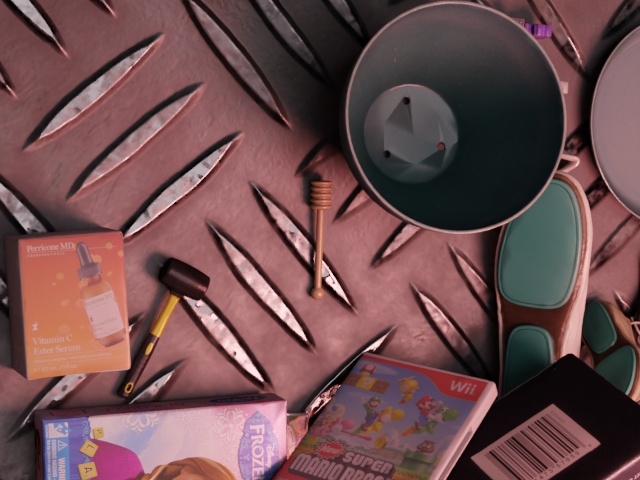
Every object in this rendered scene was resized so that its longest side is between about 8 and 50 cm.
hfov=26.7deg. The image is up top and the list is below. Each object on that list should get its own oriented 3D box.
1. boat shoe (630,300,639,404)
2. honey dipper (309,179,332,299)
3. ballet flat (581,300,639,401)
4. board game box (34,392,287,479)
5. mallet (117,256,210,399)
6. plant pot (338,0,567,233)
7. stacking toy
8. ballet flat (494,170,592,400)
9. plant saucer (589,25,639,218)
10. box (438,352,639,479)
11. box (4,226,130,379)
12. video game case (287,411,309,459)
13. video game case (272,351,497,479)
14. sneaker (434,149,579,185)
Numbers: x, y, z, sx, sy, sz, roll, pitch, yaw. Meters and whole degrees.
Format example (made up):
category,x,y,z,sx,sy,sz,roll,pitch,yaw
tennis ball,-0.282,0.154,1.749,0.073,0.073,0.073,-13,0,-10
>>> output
category,x,y,z,sx,sy,sz,roll,pitch,yaw
boat shoe,0.491,0.140,1.998,0.079,0.084,0.233,1,96,-24
honey dipper,0.000,0.000,1.807,0.030,0.030,0.161,-2,97,-23
ballet flat,0.423,0.175,1.899,0.086,0.248,0.086,1,123,2
board game box,-0.198,0.364,1.716,0.318,0.066,0.319,-3,95,-20
mallet,-0.200,0.118,1.726,0.062,0.039,0.190,21,89,-20
plant pot,0.147,-0.149,1.758,0.290,0.195,0.290,1,87,-14
stacking toy,0.258,-0.299,1.890,0.221,0.052,0.167,5,90,-22
ballet flat,0.320,0.095,1.903,0.139,0.139,0.400,-2,101,-23
plant saucer,0.526,-0.177,2.015,0.317,0.044,0.317,-2,95,-23
box,0.311,0.405,1.790,0.293,0.212,0.395,-30,128,-16
box,-0.309,0.074,1.643,0.130,0.091,0.170,-6,96,-23
video game case,-0.076,0.272,1.800,0.122,0.011,0.087,4,92,-23
video game case,0.074,0.264,1.717,0.285,0.204,0.025,-51,138,-37
sneaker,0.261,-0.096,1.877,0.212,0.094,0.080,-17,101,-21
